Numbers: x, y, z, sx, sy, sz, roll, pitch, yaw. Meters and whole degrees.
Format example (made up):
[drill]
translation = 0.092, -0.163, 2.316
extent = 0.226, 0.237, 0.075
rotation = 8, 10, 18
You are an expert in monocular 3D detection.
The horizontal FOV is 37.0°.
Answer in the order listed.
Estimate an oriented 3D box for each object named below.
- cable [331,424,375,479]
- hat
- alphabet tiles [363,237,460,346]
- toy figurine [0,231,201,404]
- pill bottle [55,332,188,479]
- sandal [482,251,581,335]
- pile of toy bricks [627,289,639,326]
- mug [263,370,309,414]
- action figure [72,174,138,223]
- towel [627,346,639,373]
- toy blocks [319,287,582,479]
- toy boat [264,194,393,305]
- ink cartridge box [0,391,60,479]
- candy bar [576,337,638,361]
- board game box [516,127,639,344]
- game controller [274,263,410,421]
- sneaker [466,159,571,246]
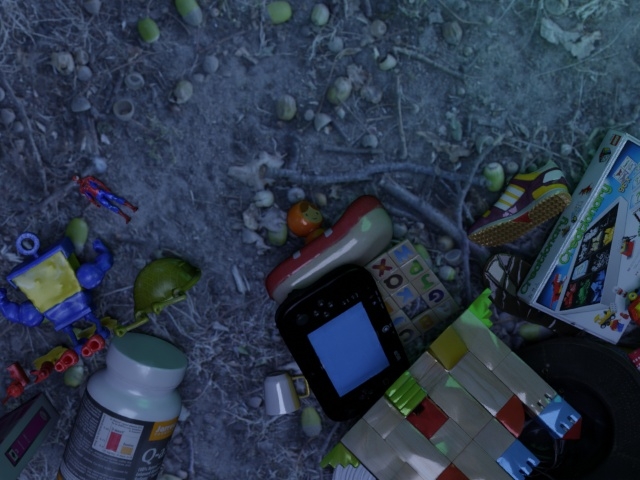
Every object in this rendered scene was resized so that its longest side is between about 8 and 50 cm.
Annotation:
[cable]
translation = 0.146, 0.413, 1.650
extent = 0.256, 0.089, 0.257
rotation = -3, 102, 1
[hat]
translation = 0.395, 0.324, 1.585
extent = 0.331, 0.134, 0.332
rotation = -9, 67, 21
[alphabet tiles]
translation = 0.091, 0.122, 1.575
extent = 0.237, 0.009, 0.198
rotation = -35, 129, 7
[toy figurine]
translation = -0.400, 0.070, 1.522
extent = 0.362, 0.191, 0.217
rotation = -31, 97, 6
[pill bottle]
translation = -0.324, 0.305, 1.584
extent = 0.162, 0.162, 0.279
rotation = 20, 103, -5
[sandal]
translation = 0.352, 0.089, 1.593
extent = 0.219, 0.060, 0.090
rotation = 25, 98, -21
[pile of toy bricks]
translation = 0.596, 0.073, 1.528
extent = 0.212, 0.105, 0.118
rotation = -45, 136, -9
[mug]
translation = -0.065, 0.256, 1.635
extent = 0.062, 0.078, 0.064
rotation = -8, 96, 35
[action figure]
translation = -0.356, -0.072, 1.564
extent = 0.115, 0.030, 0.038
rotation = 34, 106, -6
[towel]
translation = 0.642, 0.256, 1.551
extent = 0.198, 0.031, 0.275
rotation = -28, 77, -26
[toy blocks]
translation = 0.222, 0.304, 1.499
extent = 0.381, 0.191, 0.261
rotation = -44, 79, -10
[toy boat]
translation = 0.000, 0.000, 1.541
extent = 0.231, 0.151, 0.151
rotation = -36, 72, 8
[ink cartridge box]
translation = -0.537, 0.366, 1.490
extent = 0.175, 0.371, 0.069
rotation = -32, 102, 6
[candy bar]
translation = 0.505, 0.197, 1.636
extent = 0.161, 0.018, 0.040
rotation = 10, 103, -3
[board game box]
translation = 0.471, -0.002, 1.537
extent = 0.192, 0.053, 0.305
rotation = 25, 99, -23
[game controller]
translation = 0.042, 0.169, 1.531
extent = 0.166, 0.067, 0.319
rotation = -26, 134, -1
[sneaker]
translation = 0.317, -0.059, 1.556
extent = 0.185, 0.084, 0.069
rotation = -29, 140, 27
